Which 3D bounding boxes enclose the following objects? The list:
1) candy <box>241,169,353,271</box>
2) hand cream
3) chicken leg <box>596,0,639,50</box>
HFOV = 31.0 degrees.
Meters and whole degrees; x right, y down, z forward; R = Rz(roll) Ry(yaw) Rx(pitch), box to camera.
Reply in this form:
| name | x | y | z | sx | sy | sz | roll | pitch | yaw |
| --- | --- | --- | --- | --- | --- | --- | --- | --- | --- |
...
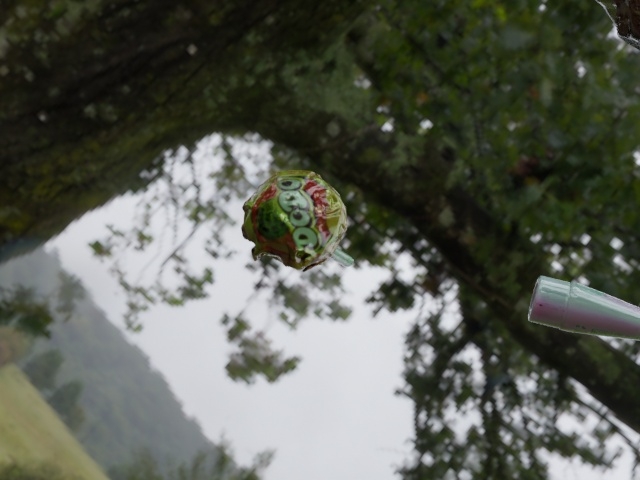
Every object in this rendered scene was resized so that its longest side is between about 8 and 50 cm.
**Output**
| name | x | y | z | sx | sy | sz | roll | pitch | yaw |
| --- | --- | --- | --- | --- | --- | --- | --- | --- | --- |
| candy | 0.000 | 0.000 | 0.711 | 0.060 | 0.060 | 0.201 | 36 | -1 | 15 |
| hand cream | 0.288 | 0.076 | 1.097 | 0.174 | 0.047 | 0.076 | 14 | 2 | 8 |
| chicken leg | 0.176 | -0.112 | 0.544 | 0.089 | 0.048 | 0.219 | 25 | 9 | 2 |
